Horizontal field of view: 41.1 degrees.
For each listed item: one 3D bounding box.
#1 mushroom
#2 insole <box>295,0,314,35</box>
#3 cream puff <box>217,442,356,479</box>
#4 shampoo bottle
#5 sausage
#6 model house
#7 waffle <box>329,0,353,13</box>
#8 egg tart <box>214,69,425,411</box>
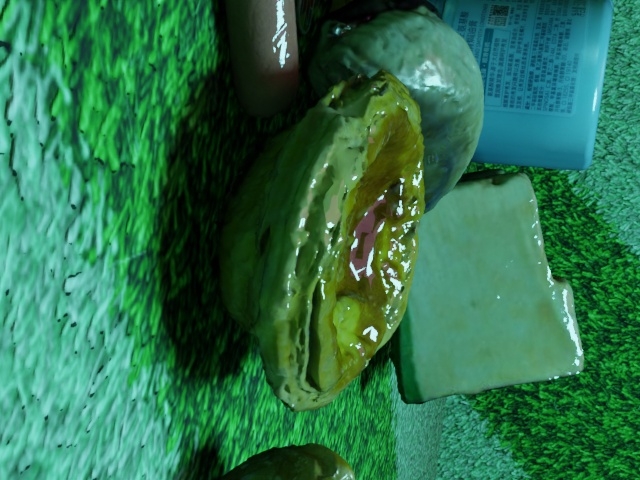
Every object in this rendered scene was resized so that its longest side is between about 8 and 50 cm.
[{"bbox_3d":[0.088,-0.131,1.008,0.248,0.130,0.344,-31,146,-18],"label":"mushroom"},{"bbox_3d":[-0.006,-0.323,0.951,0.065,0.006,0.193,31,67,-73],"label":"insole"},{"bbox_3d":[-0.039,0.285,0.805,0.129,0.189,0.189,60,28,-14],"label":"cream puff"},{"bbox_3d":[0.352,-0.306,1.601,0.331,0.343,0.331,7,90,-74],"label":"shampoo bottle"},{"bbox_3d":[-0.052,-0.186,0.752,0.062,0.062,0.154,-60,152,-54],"label":"sausage"},{"bbox_3d":[0.261,0.071,1.596,0.342,0.335,0.381,-127,-153,-85],"label":"model house"},{"bbox_3d":[0.064,-0.278,1.120,0.309,0.065,0.283,47,54,-67],"label":"waffle"},{"bbox_3d":[0.000,0.000,0.836,0.352,0.150,0.351,15,90,-71],"label":"egg tart"}]
